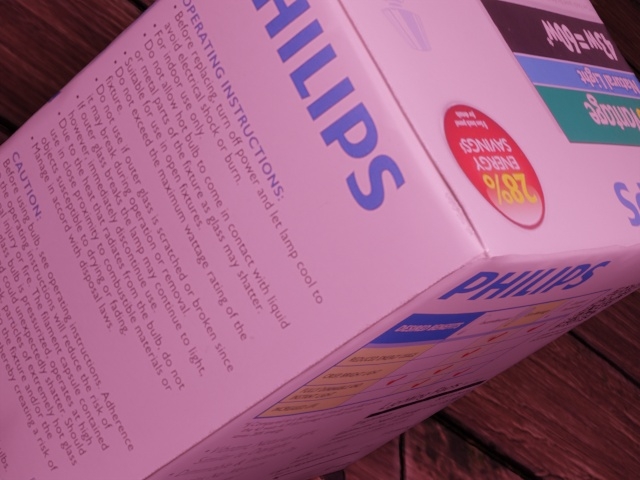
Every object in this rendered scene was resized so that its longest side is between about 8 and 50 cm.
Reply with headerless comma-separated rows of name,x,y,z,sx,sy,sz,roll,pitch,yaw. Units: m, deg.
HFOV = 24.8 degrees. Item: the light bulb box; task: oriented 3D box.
light bulb box,0.000,0.000,0.914,0.358,0.361,0.225,-4,62,-56
